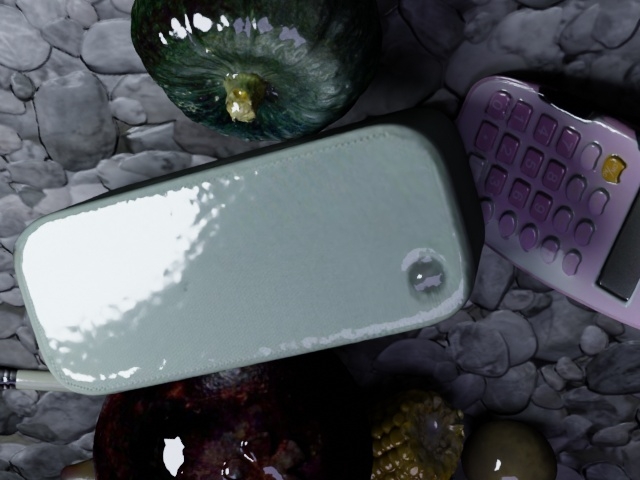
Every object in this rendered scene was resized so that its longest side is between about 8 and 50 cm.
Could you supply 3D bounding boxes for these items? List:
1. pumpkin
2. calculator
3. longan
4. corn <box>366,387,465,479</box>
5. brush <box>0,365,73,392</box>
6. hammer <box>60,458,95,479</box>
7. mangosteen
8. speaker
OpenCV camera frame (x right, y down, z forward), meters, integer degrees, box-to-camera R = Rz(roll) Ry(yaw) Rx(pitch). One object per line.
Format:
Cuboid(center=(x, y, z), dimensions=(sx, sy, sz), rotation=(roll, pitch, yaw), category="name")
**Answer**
Cuboid(center=(-0.054, -0.169, 1.299), dimensions=(0.211, 0.152, 0.211), rotation=(5, 137, 5), category="pumpkin")
Cuboid(center=(0.237, -0.038, 1.415), dimensions=(0.294, 0.043, 0.194), rotation=(31, 133, 17), category="calculator")
Cuboid(center=(0.209, 0.249, 1.741), dimensions=(0.106, 0.106, 0.119), rotation=(20, 174, -16), category="longan")
Cuboid(center=(0.009, 0.303, 1.768), dimensions=(0.144, 0.144, 0.387), rotation=(31, 130, -25), category="corn")
Cuboid(center=(-0.323, 0.151, 1.716), dimensions=(0.299, 0.042, 0.039), rotation=(2, 134, -4), category="brush")
Cuboid(center=(-0.192, 0.403, 1.930), dimensions=(0.242, 0.095, 0.409), rotation=(-16, 126, 18), category="hammer")
Cuboid(center=(-0.085, 0.221, 1.611), dimensions=(0.297, 0.297, 0.313), rotation=(-4, 167, 7), category="mangosteen")
Cuboid(center=(-0.054, 0.004, 1.414), dimensions=(0.406, 0.184, 0.183), rotation=(-14, 101, 17), category="speaker")
